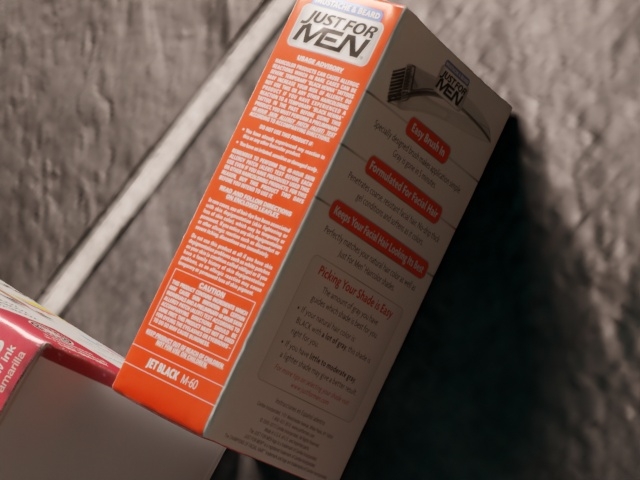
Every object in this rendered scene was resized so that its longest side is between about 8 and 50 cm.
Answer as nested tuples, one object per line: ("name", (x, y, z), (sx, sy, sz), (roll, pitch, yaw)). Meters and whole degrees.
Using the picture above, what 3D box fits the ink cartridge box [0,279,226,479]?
("ink cartridge box", (-0.155, 0.078, 0.667), (0.176, 0.128, 0.127), (26, 86, 37))

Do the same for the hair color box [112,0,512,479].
("hair color box", (0.000, 0.000, 0.621), (0.053, 0.093, 0.167), (23, 84, 37))
